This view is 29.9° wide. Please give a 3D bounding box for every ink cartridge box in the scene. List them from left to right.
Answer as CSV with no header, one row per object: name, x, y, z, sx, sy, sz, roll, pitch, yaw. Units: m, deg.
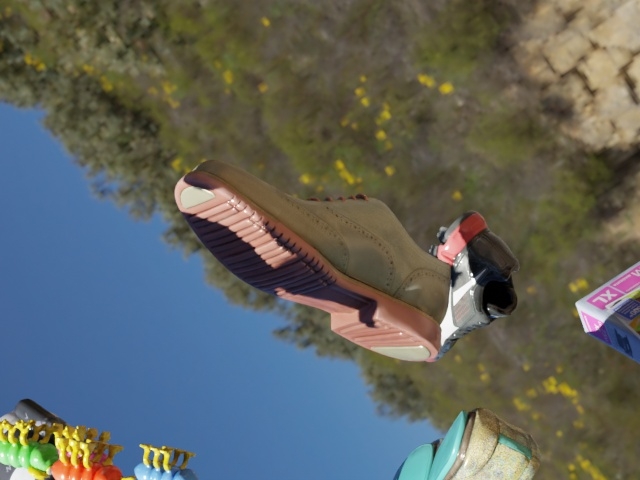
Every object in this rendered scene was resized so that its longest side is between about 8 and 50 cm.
ink cartridge box,0.486,0.099,1.518,0.065,0.185,0.311,64,168,-26

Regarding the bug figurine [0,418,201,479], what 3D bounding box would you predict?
bug figurine,-0.270,0.272,1.450,0.279,0.216,0.072,28,-106,-66

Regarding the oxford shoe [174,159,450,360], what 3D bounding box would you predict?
oxford shoe,0.000,0.000,1.430,0.397,0.140,0.147,35,-118,-31

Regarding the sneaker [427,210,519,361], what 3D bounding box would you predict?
sneaker,0.203,0.092,1.705,0.135,0.276,0.097,38,-135,22

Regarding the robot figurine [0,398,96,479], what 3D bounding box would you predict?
robot figurine,-0.441,0.383,1.956,0.278,0.209,0.173,25,179,44

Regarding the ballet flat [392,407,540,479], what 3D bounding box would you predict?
ballet flat,0.170,0.290,1.433,0.123,0.123,0.348,59,158,15
